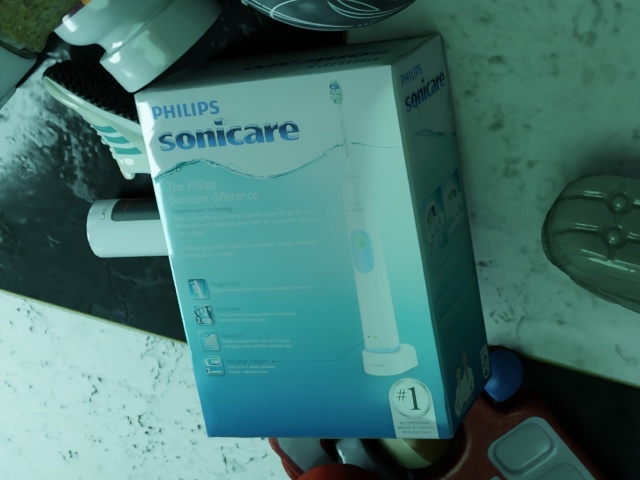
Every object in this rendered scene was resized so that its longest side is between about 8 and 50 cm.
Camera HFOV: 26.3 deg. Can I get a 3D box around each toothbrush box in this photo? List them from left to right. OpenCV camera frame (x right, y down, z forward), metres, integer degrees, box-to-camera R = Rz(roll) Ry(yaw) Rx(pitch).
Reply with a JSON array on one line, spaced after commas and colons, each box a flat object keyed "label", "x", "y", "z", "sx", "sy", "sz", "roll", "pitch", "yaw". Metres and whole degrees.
[{"label": "toothbrush box", "x": 0.000, "y": 0.000, "z": 1.087, "sx": 0.216, "sy": 0.126, "sz": 0.295, "roll": -4, "pitch": 108, "yaw": 24}]

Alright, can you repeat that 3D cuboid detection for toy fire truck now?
[{"label": "toy fire truck", "x": 0.110, "y": 0.218, "z": 1.258, "sx": 0.254, "sy": 0.169, "sz": 0.302, "roll": -36, "pitch": 107, "yaw": 10}]

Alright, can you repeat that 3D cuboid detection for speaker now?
[{"label": "speaker", "x": -0.139, "y": -0.013, "z": 1.226, "sx": 0.136, "sy": 0.055, "sz": 0.055, "roll": -1, "pitch": 125, "yaw": 23}]

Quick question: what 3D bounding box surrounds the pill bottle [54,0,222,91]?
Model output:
[{"label": "pill bottle", "x": -0.183, "y": -0.226, "z": 1.037, "sx": 0.121, "sy": 0.121, "sz": 0.221, "roll": -30, "pitch": 110, "yaw": 36}]

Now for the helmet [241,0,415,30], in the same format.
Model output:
[{"label": "helmet", "x": 0.008, "y": -0.222, "z": 0.938, "sx": 0.169, "sy": 0.161, "sz": 0.169, "roll": 11, "pitch": 128, "yaw": 14}]

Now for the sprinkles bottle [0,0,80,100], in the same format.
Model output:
[{"label": "sprinkles bottle", "x": -0.152, "y": -0.254, "z": 0.903, "sx": 0.121, "sy": 0.121, "sz": 0.355, "roll": 41, "pitch": 99, "yaw": -12}]

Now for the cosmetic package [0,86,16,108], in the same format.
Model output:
[{"label": "cosmetic package", "x": -0.470, "y": -0.065, "z": 1.225, "sx": 0.366, "sy": 0.197, "sz": 0.155, "roll": -26, "pitch": 113, "yaw": 33}]

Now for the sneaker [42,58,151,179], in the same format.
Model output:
[{"label": "sneaker", "x": -0.172, "y": -0.091, "z": 1.177, "sx": 0.161, "sy": 0.057, "sz": 0.075, "roll": 26, "pitch": 125, "yaw": -3}]

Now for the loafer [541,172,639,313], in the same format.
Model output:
[{"label": "loafer", "x": 0.328, "y": 0.028, "z": 1.055, "sx": 0.320, "sy": 0.112, "sz": 0.111, "roll": 19, "pitch": 166, "yaw": 5}]
